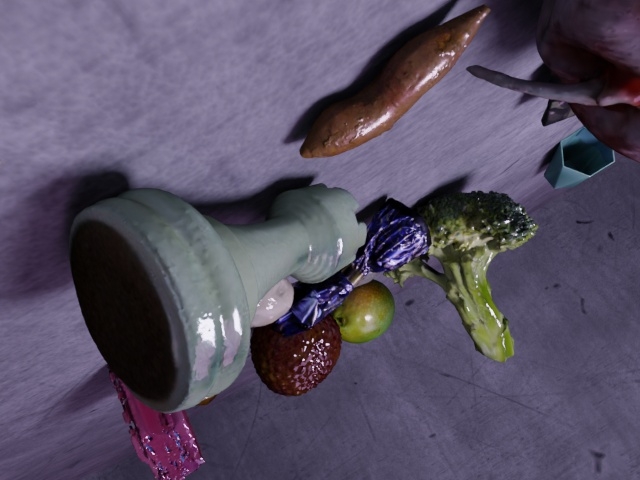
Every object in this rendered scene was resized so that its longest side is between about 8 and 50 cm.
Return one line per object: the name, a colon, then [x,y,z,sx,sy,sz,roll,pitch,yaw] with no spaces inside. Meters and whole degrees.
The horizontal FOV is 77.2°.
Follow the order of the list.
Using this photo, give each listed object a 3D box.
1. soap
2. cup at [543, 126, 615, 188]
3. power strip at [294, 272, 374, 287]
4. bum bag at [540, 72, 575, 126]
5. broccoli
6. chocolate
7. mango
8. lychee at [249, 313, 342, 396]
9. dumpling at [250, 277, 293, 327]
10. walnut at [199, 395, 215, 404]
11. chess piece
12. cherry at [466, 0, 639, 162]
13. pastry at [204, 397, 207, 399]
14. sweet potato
soap: [-0.321,0.349,0.793,0.099,0.250,0.162,-22,162,-24]
cup: [0.780,-0.237,1.245,0.134,0.148,0.236,-59,165,0]
power strip: [0.056,0.097,1.056,0.338,0.058,0.098,-11,155,-47]
bum bag: [0.491,-0.283,0.671,0.341,0.095,0.144,-25,147,-24]
broccoli: [0.368,0.061,0.932,0.275,0.397,0.353,-26,155,-21]
chocolate: [0.046,0.067,0.769,0.343,0.148,0.126,-39,124,-1]
mango: [0.139,0.229,1.329,0.225,0.201,0.382,-44,164,6]
lychee: [-0.068,0.292,1.096,0.261,0.260,0.260,-28,163,-10]
dumpling: [-0.115,0.090,0.645,0.136,0.118,0.199,-32,158,-8]
walnut: [-0.322,0.371,1.078,0.137,0.137,0.245,-18,156,-36]
chess piece: [-0.075,0.021,0.437,0.299,0.194,0.194,-25,164,-49]
cherry: [0.361,-0.225,0.333,0.326,0.291,0.334,-2,129,-39]
pastry: [-0.239,0.253,0.842,0.088,0.165,0.166,22,135,-23]
sweet potato: [0.070,-0.147,0.400,0.218,0.051,0.065,-36,160,15]
